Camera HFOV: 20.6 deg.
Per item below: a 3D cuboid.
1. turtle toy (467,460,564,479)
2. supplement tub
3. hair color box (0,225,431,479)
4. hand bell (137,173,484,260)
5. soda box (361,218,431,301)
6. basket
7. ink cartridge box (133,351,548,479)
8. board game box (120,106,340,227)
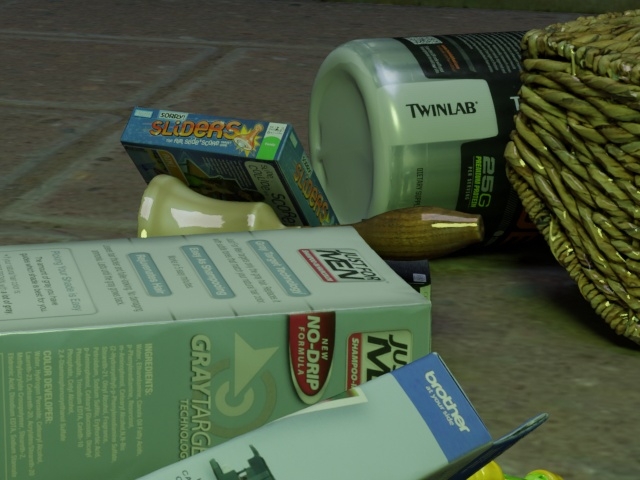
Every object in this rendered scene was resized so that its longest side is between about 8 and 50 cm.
[{"bbox_3d":[0.125,0.162,0.926,0.130,0.066,0.095,18,0,40],"label":"turtle toy"},{"bbox_3d":[0.163,-0.092,1.584,0.316,0.194,0.193,-6,17,-21],"label":"supplement tub"},{"bbox_3d":[-0.134,0.075,1.131,0.374,0.114,0.185,-4,17,-14],"label":"hair color box"},{"bbox_3d":[0.000,0.000,1.291,0.242,0.126,0.126,-6,13,18],"label":"hand bell"},{"bbox_3d":[0.058,0.034,1.380,0.053,0.060,0.169,0,17,2],"label":"soda box"},{"bbox_3d":[0.297,-0.064,1.429,0.299,0.223,0.213,-12,24,-34],"label":"basket"},{"bbox_3d":[-0.047,0.143,0.807,0.311,0.065,0.186,-15,-22,-48],"label":"ink cartridge box"},{"bbox_3d":[-0.060,-0.029,1.399,0.136,0.201,0.035,8,61,22],"label":"board game box"}]
